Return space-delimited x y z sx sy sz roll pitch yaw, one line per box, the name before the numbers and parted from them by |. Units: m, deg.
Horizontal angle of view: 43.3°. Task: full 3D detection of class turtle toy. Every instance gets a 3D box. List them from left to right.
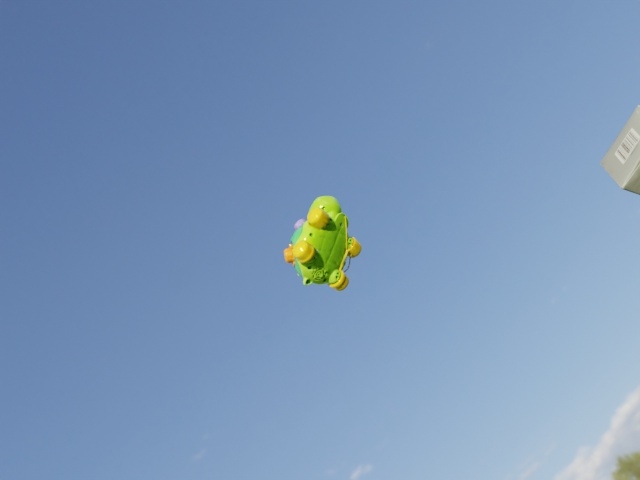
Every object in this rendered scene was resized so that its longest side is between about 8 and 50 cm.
turtle toy | 0.000 0.000 1.021 0.095 0.066 0.130 42 -121 -36

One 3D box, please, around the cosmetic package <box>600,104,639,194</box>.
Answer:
cosmetic package | 0.622 -0.128 1.382 0.237 0.107 0.127 15 -60 -15
